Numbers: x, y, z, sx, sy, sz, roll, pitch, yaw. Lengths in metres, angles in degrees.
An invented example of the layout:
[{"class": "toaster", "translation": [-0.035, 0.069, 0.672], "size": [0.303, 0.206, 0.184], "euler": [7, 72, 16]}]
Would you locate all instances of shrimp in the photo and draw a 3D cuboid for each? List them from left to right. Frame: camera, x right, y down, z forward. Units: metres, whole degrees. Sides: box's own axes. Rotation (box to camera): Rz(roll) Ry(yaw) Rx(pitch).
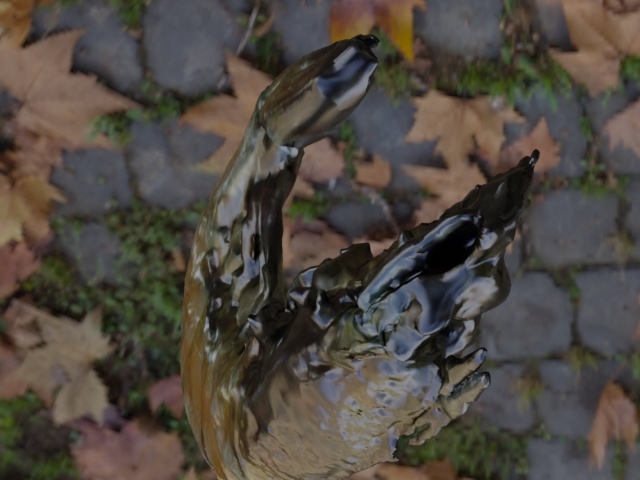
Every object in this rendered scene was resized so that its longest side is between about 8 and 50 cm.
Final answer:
[{"class": "shrimp", "translation": [0.000, 0.000, 0.744], "size": [0.071, 0.233, 0.365], "euler": [5, 159, -21]}]
